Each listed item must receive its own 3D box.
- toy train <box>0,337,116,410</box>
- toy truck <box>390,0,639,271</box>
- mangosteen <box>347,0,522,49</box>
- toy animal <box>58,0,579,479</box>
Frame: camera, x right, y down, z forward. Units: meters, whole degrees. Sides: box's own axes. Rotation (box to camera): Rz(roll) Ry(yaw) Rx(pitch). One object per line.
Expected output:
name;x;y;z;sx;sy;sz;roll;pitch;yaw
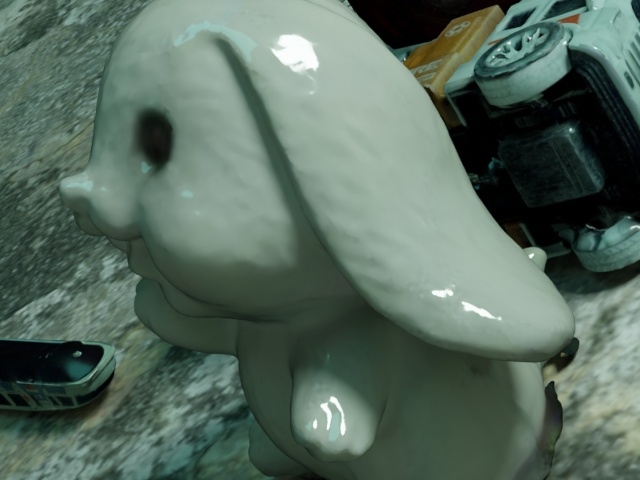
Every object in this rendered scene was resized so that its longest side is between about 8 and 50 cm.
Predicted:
toy train;-0.204;0.090;1.190;0.207;0.047;0.043;-3;40;47
toy truck;0.095;-0.069;1.009;0.338;0.133;0.184;-15;27;38
mangosteen;0.131;-0.208;1.139;0.265;0.228;0.228;26;59;27
toy animal;0.013;0.013;0.831;0.174;0.289;0.249;-41;46;-15
